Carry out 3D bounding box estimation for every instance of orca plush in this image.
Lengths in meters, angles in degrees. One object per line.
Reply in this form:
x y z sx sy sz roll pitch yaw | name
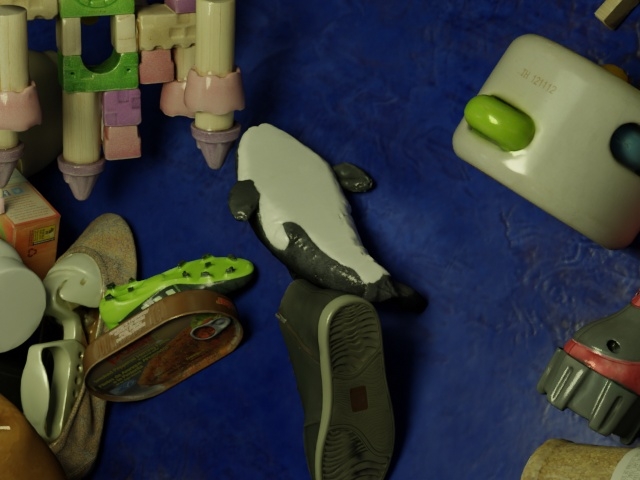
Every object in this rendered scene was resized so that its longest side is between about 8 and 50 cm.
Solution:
0.000 0.000 1.919 0.151 0.102 0.287 -31 54 -33 | orca plush

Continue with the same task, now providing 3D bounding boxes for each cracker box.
-0.389 -0.018 2.157 0.232 0.067 0.155 42 134 38 | cracker box

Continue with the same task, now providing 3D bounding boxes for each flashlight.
0.306 0.027 1.641 0.103 0.103 0.304 30 95 21 | flashlight

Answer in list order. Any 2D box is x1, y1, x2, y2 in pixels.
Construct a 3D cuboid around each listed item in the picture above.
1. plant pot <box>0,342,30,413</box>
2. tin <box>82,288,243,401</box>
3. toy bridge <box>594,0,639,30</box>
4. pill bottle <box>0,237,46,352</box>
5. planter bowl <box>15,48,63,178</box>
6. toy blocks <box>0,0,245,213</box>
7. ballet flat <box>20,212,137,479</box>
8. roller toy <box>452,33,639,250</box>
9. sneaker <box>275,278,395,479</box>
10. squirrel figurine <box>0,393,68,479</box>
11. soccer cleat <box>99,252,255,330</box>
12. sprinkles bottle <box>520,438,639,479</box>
-0.455 0.155 2.119 0.188 0.167 0.187 -52 51 7 | plant pot
-0.169 0.111 1.963 0.190 0.106 0.040 -30 57 23 | tin
0.295 -0.234 1.806 0.063 0.026 0.188 -48 51 8 | toy bridge
-0.396 0.036 2.023 0.208 0.119 0.119 31 92 41 | pill bottle
-0.343 -0.159 2.176 0.109 0.162 0.162 -27 47 -24 | planter bowl
-0.247 -0.169 2.039 0.309 0.289 0.260 -129 36 -60 | toy blocks
-0.273 0.108 2.041 0.107 0.106 0.316 -8 68 34 | ballet flat
0.232 -0.095 1.694 0.191 0.209 0.146 32 94 5 | roller toy
0.012 0.149 1.822 0.118 0.083 0.222 -154 63 -62 | sneaker
-0.390 0.370 1.853 0.370 0.397 0.281 -54 8 -27 | squirrel figurine
-0.150 0.064 2.003 0.179 0.072 0.060 -15 27 12 | soccer cleat
0.339 0.233 1.529 0.355 0.121 0.121 1 73 37 | sprinkles bottle
